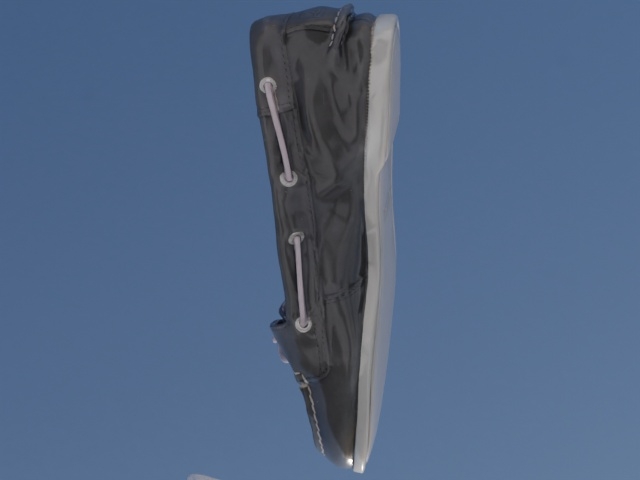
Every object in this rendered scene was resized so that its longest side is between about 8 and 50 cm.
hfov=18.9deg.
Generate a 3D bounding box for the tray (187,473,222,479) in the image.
[{"bbox_3d":[0.041,0.229,1.261,0.270,0.145,0.030,20,-78,-17],"label":"tray"}]

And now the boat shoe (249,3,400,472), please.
[{"bbox_3d":[0.000,0.000,1.295,0.096,0.112,0.335,6,-64,8],"label":"boat shoe"}]
